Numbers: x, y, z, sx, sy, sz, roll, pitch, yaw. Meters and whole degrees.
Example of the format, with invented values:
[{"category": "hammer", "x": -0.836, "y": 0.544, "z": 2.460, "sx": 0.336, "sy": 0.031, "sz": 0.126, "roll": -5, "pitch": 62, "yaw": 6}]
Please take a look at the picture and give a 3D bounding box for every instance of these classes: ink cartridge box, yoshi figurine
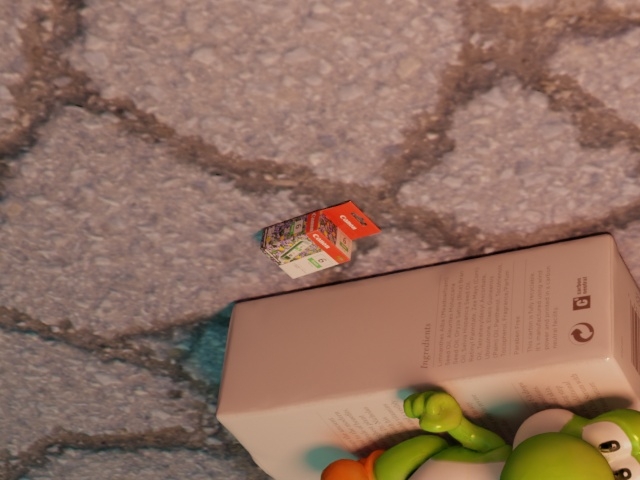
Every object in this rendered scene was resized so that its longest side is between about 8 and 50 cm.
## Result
[{"category": "ink cartridge box", "x": 0.000, "y": 0.000, "z": 1.745, "sx": 0.115, "sy": 0.029, "sz": 0.063, "roll": -18, "pitch": 137, "yaw": 32}, {"category": "yoshi figurine", "x": 0.165, "y": 0.258, "z": 1.666, "sx": 0.362, "sy": 0.203, "sz": 0.203, "roll": -23, "pitch": 128, "yaw": 31}]

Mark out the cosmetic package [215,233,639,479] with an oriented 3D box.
[{"category": "cosmetic package", "x": 0.140, "y": 0.154, "z": 1.823, "sx": 0.453, "sy": 0.162, "sz": 0.230, "roll": -11, "pitch": 141, "yaw": 23}]
